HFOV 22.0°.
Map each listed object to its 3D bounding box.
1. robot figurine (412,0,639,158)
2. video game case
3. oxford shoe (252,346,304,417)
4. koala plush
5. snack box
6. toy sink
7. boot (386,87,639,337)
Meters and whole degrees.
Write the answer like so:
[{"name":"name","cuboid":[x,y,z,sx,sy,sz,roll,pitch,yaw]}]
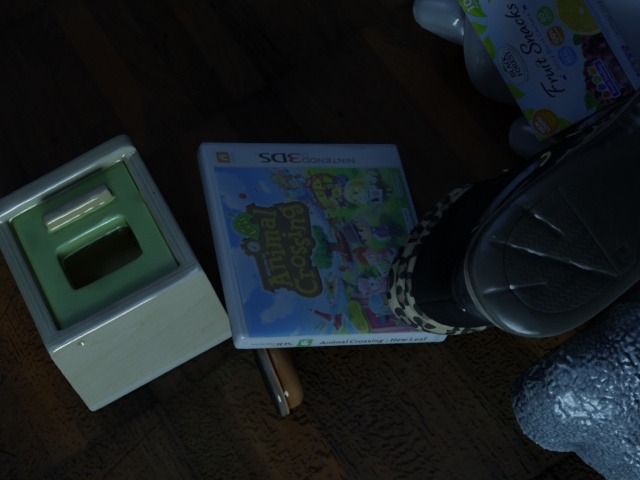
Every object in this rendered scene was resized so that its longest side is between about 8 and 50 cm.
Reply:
[{"name":"robot figurine","cuboid":[0.265,-0.198,1.464,0.353,0.200,0.300,16,97,23]},{"name":"video game case","cuboid":[0.000,0.000,1.465,0.193,0.023,0.212,-1,55,-19]},{"name":"oxford shoe","cuboid":[-0.034,0.057,1.464,0.076,0.076,0.212,-10,57,-2]},{"name":"koala plush","cuboid":[0.273,0.153,1.256,0.203,0.196,0.221,-24,76,-48]},{"name":"snack box","cuboid":[0.193,-0.167,1.372,0.100,0.037,0.141,-29,93,36]},{"name":"toy sink","cuboid":[-0.203,0.006,1.499,0.153,0.131,0.234,-28,56,-4]},{"name":"boot","cuboid":[0.232,-0.039,1.326,0.377,0.284,0.138,-36,94,-17]}]
